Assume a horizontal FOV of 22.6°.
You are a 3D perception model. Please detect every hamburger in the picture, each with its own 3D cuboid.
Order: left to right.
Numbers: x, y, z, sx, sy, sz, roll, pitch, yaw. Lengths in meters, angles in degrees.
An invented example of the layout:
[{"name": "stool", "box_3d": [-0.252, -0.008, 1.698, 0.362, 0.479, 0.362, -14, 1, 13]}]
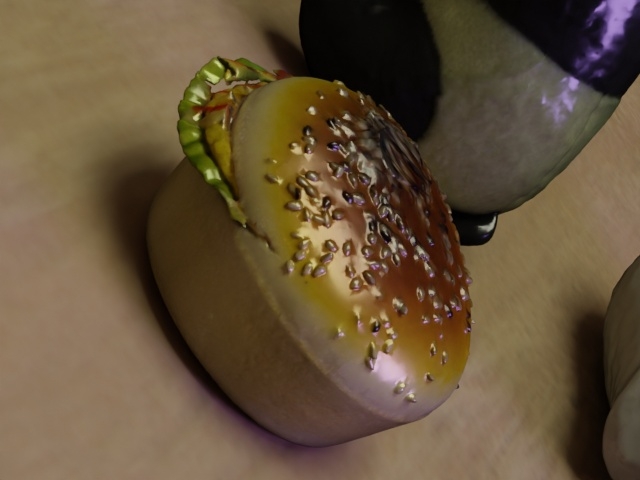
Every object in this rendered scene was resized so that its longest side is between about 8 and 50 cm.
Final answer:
[{"name": "hamburger", "box_3d": [0.000, 0.000, 0.556, 0.126, 0.081, 0.141, 13, 46, -57]}]

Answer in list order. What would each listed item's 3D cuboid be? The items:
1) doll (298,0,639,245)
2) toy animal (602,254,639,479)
[{"name": "doll", "box_3d": [0.099, -0.117, 0.746, 0.135, 0.234, 0.143, 48, 22, 28]}, {"name": "toy animal", "box_3d": [0.260, 0.058, 0.805, 0.265, 0.271, 0.206, -102, 175, -74]}]
